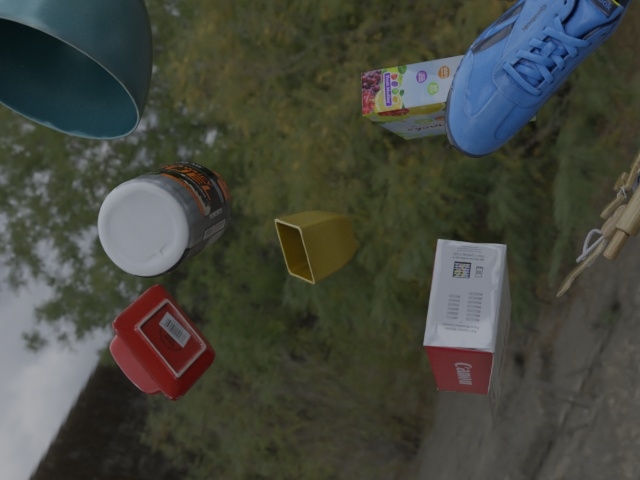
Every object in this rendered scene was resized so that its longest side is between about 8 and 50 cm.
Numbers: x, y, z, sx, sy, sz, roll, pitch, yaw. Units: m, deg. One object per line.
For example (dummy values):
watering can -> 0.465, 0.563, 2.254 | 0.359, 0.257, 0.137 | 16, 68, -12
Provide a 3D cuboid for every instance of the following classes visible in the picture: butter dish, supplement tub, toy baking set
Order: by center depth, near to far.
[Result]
toy baking set -> 0.396, -0.030, 1.441 | 0.256, 0.030, 0.197 | -60, -3, -1
butter dish -> -0.271, 0.178, 1.738 | 0.118, 0.160, 0.160 | -36, 6, 32
supplement tub -> -0.298, -0.052, 2.190 | 0.316, 0.193, 0.194 | -45, -26, -72

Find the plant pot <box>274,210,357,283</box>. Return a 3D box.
plant pot -> 0.000, 0.000, 1.459 | 0.081, 0.083, 0.082 | 19, 128, 61

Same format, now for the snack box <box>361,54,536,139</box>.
snack box -> 0.185, -0.204, 1.562 | 0.174, 0.207, 0.070 | 16, -109, -65

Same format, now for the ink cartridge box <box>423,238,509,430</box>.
ink cartridge box -> 0.272, 0.182, 2.018 | 0.309, 0.130, 0.272 | 65, -147, -65

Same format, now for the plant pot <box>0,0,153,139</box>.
plant pot -> -0.357, -0.304, 1.563 | 0.290, 0.290, 0.196 | 106, -176, -67

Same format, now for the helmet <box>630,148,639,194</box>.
helmet -> 0.576, -0.094, 1.740 | 0.161, 0.169, 0.169 | -56, 10, 41

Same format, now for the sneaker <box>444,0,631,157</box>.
sneaker -> 0.169, -0.151, 0.812 | 0.209, 0.069, 0.082 | -50, 11, -4

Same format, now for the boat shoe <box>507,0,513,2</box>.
boat shoe -> 0.280, -0.377, 1.406 | 0.123, 0.120, 0.324 | -56, -6, -5
